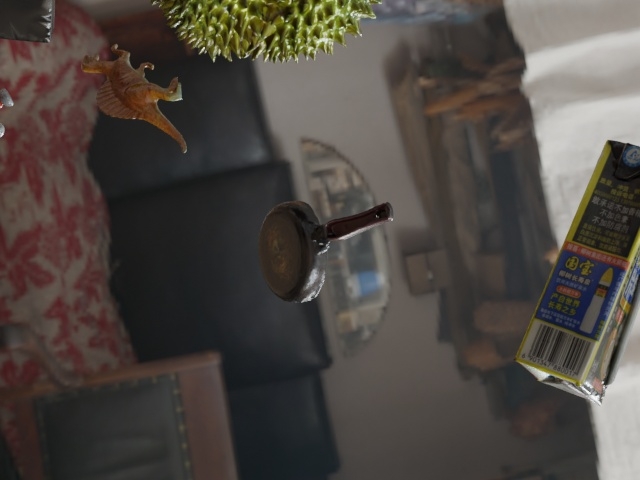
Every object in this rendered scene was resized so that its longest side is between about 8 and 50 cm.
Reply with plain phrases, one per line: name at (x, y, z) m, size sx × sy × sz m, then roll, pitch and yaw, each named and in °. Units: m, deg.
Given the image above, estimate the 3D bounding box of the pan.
pan at (-0.002, 0.000, 1.286) m, size 0.040 × 0.212 × 0.115 m, roll -1°, pitch 75°, yaw -40°

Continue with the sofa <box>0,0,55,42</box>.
sofa at (-0.272, -0.252, 1.033) m, size 0.060 × 0.085 × 0.147 m, roll -108°, pitch -157°, yaw -60°

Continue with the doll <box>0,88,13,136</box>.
doll at (-0.426, -0.102, 1.225) m, size 0.102 × 0.227 × 0.075 m, roll 62°, pitch -6°, yaw -34°

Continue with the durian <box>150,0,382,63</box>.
durian at (-0.066, -0.324, 1.272) m, size 0.225 × 0.291 × 0.291 m, roll 68°, pitch 12°, yaw -51°

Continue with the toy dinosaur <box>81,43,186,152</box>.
toy dinosaur at (-0.279, -0.217, 1.774) m, size 0.057 × 0.142 × 0.212 m, roll 96°, pitch -16°, yaw -50°

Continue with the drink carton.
drink carton at (0.194, 0.022, 0.805) m, size 0.166 × 0.056 × 0.071 m, roll -66°, pitch 153°, yaw -7°
